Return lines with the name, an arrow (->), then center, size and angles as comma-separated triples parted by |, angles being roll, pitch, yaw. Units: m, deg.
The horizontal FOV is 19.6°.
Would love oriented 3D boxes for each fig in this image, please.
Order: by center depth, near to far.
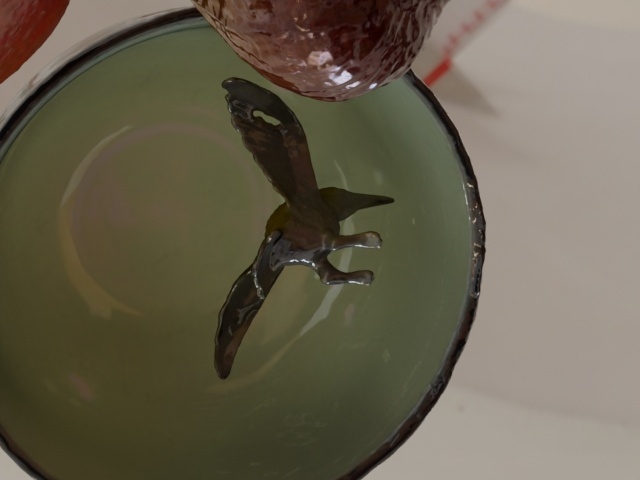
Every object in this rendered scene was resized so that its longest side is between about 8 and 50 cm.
fig -> -0.013, -0.107, 0.791 | 0.119, 0.153, 0.119 | 31, -134, -39

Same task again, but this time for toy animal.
toy animal -> 0.000, 0.000, 1.205 | 0.155, 0.219, 0.095 | -5, -150, -31

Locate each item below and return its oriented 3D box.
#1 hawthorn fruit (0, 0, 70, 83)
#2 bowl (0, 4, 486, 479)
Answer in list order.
hawthorn fruit -> -0.215, -0.174, 1.029 | 0.196, 0.225, 0.197 | -24, -90, -83
bowl -> -0.084, 0.000, 1.249 | 0.354, 0.354, 0.185 | 34, -176, -24
